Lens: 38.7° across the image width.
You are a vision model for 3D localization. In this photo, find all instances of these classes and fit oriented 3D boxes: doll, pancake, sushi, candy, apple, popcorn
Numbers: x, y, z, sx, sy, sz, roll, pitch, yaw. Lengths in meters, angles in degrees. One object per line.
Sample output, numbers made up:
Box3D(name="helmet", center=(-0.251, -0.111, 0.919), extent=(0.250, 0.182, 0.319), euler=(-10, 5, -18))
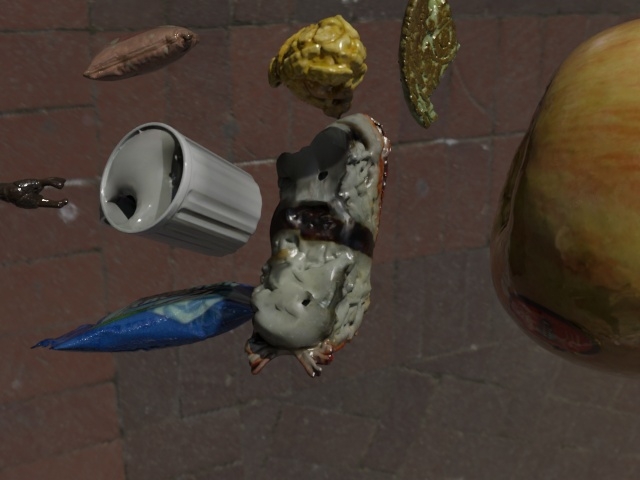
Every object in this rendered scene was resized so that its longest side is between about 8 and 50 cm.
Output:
Box3D(name="doll", center=(-0.540, -0.085, 1.647), extent=(0.165, 0.139, 0.057), euler=(-2, 97, -9))
Box3D(name="pancake", center=(0.245, -0.445, 2.084), extent=(0.197, 0.054, 0.377), euler=(-8, 111, -40))
Box3D(name="sushi", center=(0.000, 0.000, 1.067), extent=(0.130, 0.124, 0.332), euler=(26, 71, -59))
Box3D(name="candy", center=(-0.206, 0.110, 1.249), extent=(0.331, 0.187, 0.077), euler=(-12, 91, 3))
Box3D(name="apple", center=(0.370, -0.041, 0.949), extent=(0.346, 0.391, 0.391), euler=(14, 101, 8))
Box3D(name="popcorn", center=(0.000, -0.297, 1.527), extent=(0.163, 0.194, 0.140), euler=(30, 77, 11))

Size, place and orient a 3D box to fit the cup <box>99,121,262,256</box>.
Box3D(name="cup", center=(-0.223, -0.073, 1.393), extent=(0.202, 0.221, 0.167), euler=(24, 85, -53))

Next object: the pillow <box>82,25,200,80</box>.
Box3D(name="pillow", center=(-0.351, -0.373, 1.804), extent=(0.223, 0.236, 0.084), euler=(-15, 105, 0))
